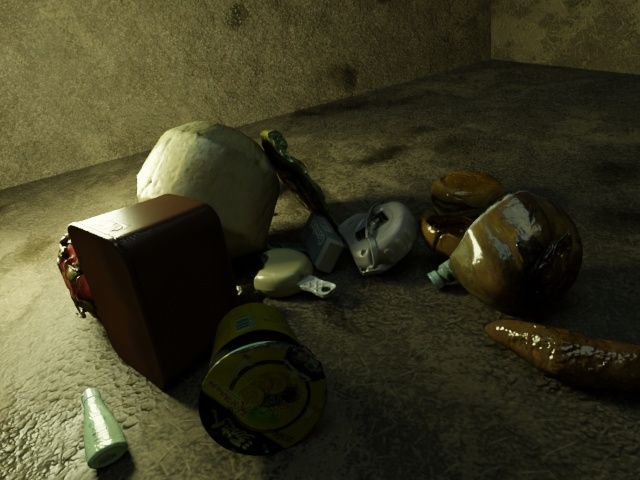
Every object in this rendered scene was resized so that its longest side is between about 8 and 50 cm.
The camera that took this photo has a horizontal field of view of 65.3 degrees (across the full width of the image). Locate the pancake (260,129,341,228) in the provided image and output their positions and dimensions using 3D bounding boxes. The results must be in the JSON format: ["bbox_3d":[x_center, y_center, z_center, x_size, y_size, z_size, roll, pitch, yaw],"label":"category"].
[{"bbox_3d":[-0.061,-0.189,1.476,0.067,0.427,0.305,-43,49,-7],"label":"pancake"}]

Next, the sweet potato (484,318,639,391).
[{"bbox_3d":[0.438,0.202,0.855,0.341,0.092,0.114,10,9,34],"label":"sweet potato"}]

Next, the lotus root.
[{"bbox_3d":[0.420,0.039,1.023,0.271,0.272,0.192,-15,39,-9],"label":"lotus root"}]

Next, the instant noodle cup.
[{"bbox_3d":[-0.113,0.224,0.903,0.215,0.216,0.236,-15,21,-8],"label":"instant noodle cup"}]

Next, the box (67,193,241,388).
[{"bbox_3d":[-0.336,0.091,1.072,0.239,0.340,0.229,16,35,41],"label":"box"}]

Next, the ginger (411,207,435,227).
[{"bbox_3d":[0.254,-0.062,1.442,0.165,0.067,0.096,-17,25,-41],"label":"ginger"}]

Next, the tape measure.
[{"bbox_3d":[0.156,-0.014,1.289,0.197,0.120,0.236,-38,29,7],"label":"tape measure"}]

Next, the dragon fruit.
[{"bbox_3d":[-0.516,0.067,1.268,0.269,0.251,0.291,-28,17,-35],"label":"dragon fruit"}]

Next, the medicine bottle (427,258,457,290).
[{"bbox_3d":[0.337,0.044,1.144,0.191,0.051,0.051,-34,26,9],"label":"medicine bottle"}]

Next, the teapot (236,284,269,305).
[{"bbox_3d":[-0.167,0.154,1.172,0.085,0.080,0.110,-33,36,19],"label":"teapot"}]

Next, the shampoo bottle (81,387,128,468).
[{"bbox_3d":[-0.415,0.344,0.938,0.069,0.041,0.190,-29,32,-21],"label":"shampoo bottle"}]

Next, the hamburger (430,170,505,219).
[{"bbox_3d":[0.429,-0.131,1.471,0.213,0.108,0.214,-4,26,2],"label":"hamburger"}]

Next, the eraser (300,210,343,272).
[{"bbox_3d":[0.000,0.000,1.376,0.046,0.092,0.212,19,18,-22],"label":"eraser"}]

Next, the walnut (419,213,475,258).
[{"bbox_3d":[0.335,0.000,1.253,0.211,0.087,0.167,-8,30,-44],"label":"walnut"}]

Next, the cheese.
[{"bbox_3d":[-0.056,0.083,1.266,0.248,0.071,0.163,3,32,25],"label":"cheese"}]

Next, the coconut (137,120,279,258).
[{"bbox_3d":[-0.316,-0.110,1.390,0.415,0.416,0.344,-24,8,-24],"label":"coconut"}]

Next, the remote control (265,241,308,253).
[{"bbox_3d":[-0.092,0.021,1.405,0.124,0.018,0.053,4,19,-30],"label":"remote control"}]
